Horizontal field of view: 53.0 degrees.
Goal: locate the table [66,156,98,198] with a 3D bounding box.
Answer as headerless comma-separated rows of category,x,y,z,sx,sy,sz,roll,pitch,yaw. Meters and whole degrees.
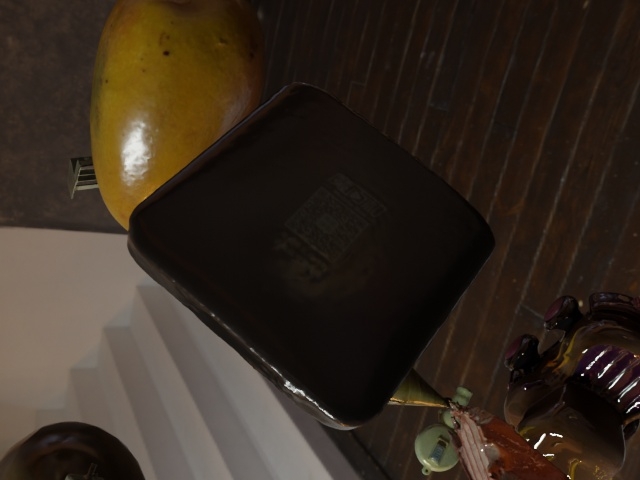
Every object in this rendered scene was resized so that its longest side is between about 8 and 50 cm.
table,-0.506,-0.165,1.504,0.175,0.146,0.062,-43,63,55

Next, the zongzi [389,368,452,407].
zongzi,0.144,0.231,1.331,0.256,0.115,0.228,0,80,16

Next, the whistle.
whistle,0.343,0.518,1.746,0.258,0.126,0.067,-59,-3,-17

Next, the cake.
cake,0.259,0.341,0.863,0.287,0.135,0.098,45,156,32

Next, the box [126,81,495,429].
box,0.000,0.000,0.641,0.290,0.289,0.073,39,149,7

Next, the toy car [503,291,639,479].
toy car,0.479,0.273,1.135,0.341,0.271,0.240,-57,-3,29

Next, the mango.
mango,-0.226,-0.196,1.010,0.300,0.232,0.446,-51,-21,-63

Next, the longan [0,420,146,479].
longan,-0.480,0.550,1.195,0.404,0.336,0.405,180,90,-89

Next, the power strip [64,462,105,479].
power strip,-0.287,0.319,0.731,0.019,0.051,0.136,18,81,49
